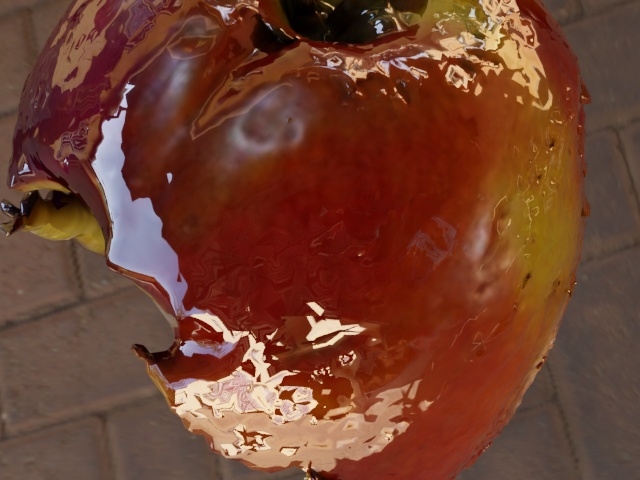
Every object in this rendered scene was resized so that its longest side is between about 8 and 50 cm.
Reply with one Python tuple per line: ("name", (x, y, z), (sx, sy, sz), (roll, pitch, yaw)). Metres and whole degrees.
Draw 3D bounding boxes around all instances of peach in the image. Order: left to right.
("peach", (0.000, 0.000, 0.839), (0.353, 0.417, 0.339), (-18, 50, -27))
